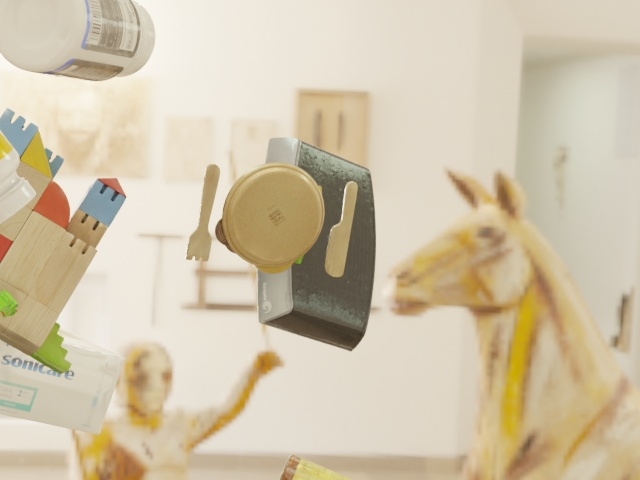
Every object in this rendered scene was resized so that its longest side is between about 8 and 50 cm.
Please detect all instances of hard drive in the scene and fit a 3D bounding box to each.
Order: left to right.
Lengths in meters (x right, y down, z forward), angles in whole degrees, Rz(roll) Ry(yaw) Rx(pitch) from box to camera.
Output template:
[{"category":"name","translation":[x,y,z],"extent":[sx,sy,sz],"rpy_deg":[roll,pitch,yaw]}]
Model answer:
[{"category":"hard drive","translation":[0.000,0.000,1.715],"extent":[0.172,0.255,0.054],"rpy_deg":[21,-29,-36]}]

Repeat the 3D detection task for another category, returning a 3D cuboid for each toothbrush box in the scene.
[{"category":"toothbrush box","translation":[-0.466,0.174,1.994],"extent":[0.216,0.126,0.295],"rpy_deg":[20,-4,-41]}]

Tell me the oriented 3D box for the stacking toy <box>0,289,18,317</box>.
[{"category":"stacking toy","translation":[-0.422,0.008,1.475],"extent":[0.052,0.167,0.221],"rpy_deg":[-39,-10,-7]}]

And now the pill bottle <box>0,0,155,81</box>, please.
[{"category":"pill bottle","translation":[-0.184,-0.162,1.022],"extent":[0.078,0.078,0.137],"rpy_deg":[4,3,18]}]

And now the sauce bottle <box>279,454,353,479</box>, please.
[{"category":"sauce bottle","translation":[0.021,0.251,1.310],"extent":[0.128,0.042,0.042],"rpy_deg":[23,6,4]}]

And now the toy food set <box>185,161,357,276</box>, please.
[{"category":"toy food set","translation":[-0.057,-0.026,1.543],"extent":[0.192,0.132,0.038],"rpy_deg":[8,11,-22]}]

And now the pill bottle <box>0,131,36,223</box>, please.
[{"category":"pill bottle","translation":[-0.276,-0.068,1.044],"extent":[0.065,0.116,0.065],"rpy_deg":[-34,14,10]}]

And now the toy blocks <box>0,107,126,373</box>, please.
[{"category":"toy blocks","translation":[-0.421,-0.042,1.701],"extent":[0.381,0.261,0.191],"rpy_deg":[32,-21,-12]}]
